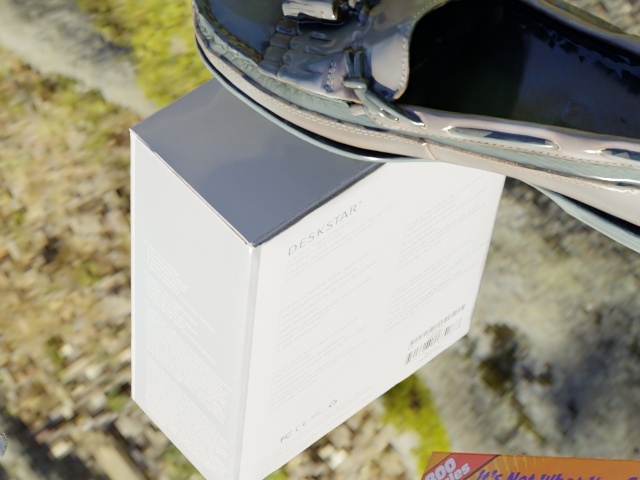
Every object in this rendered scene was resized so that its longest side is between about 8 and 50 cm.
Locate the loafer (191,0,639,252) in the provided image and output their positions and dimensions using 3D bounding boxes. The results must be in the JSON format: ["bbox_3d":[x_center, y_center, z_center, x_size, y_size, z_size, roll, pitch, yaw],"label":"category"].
[{"bbox_3d":[0.065,-0.072,0.750,0.267,0.084,0.096,22,74,19],"label":"loafer"}]

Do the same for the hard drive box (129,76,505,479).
[{"bbox_3d":[0.000,0.000,0.969,0.089,0.181,0.232,44,150,23],"label":"hard drive box"}]

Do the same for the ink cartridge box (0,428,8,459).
[{"bbox_3d":[-0.343,0.092,0.874,0.130,0.309,0.272,21,148,50],"label":"ink cartridge box"}]

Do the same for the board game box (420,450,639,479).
[{"bbox_3d":[0.259,0.415,1.559,0.356,0.356,0.356,-4,144,47],"label":"board game box"}]
